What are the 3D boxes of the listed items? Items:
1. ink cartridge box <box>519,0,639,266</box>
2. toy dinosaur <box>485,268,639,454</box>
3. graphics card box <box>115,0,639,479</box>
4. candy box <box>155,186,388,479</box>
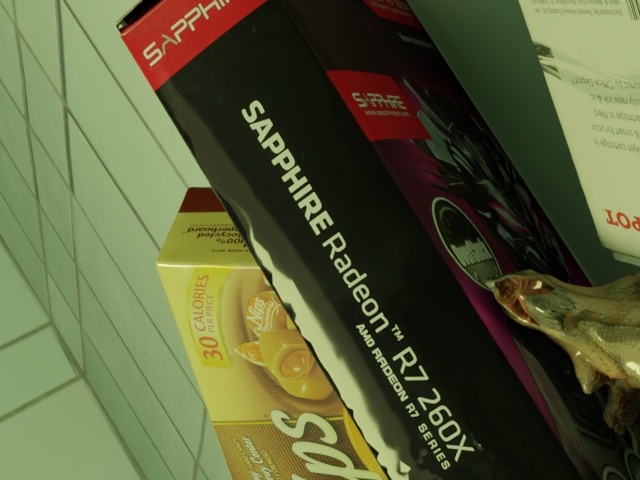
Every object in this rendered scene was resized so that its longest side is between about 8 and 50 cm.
[{"bbox_3d":[0.156,-0.085,0.607,0.139,0.082,0.190,19,135,64],"label":"ink cartridge box"},{"bbox_3d":[0.216,0.116,0.680,0.295,0.127,0.200,61,166,-22],"label":"toy dinosaur"},{"bbox_3d":[0.065,0.019,0.791,0.371,0.094,0.233,60,-159,11],"label":"graphics card box"},{"bbox_3d":[0.014,0.104,1.065,0.183,0.087,0.316,1,133,17],"label":"candy box"}]
